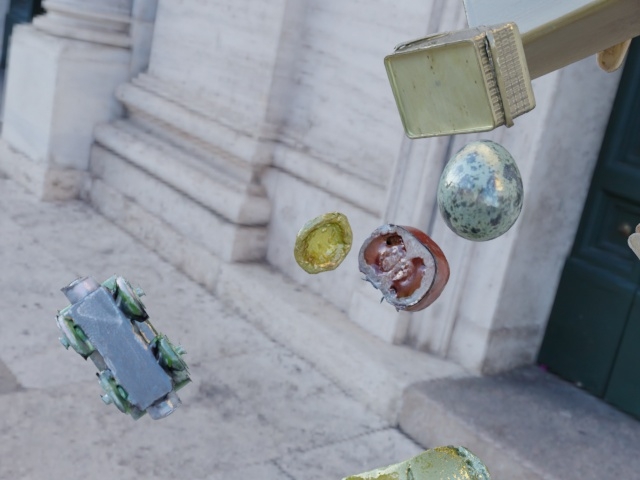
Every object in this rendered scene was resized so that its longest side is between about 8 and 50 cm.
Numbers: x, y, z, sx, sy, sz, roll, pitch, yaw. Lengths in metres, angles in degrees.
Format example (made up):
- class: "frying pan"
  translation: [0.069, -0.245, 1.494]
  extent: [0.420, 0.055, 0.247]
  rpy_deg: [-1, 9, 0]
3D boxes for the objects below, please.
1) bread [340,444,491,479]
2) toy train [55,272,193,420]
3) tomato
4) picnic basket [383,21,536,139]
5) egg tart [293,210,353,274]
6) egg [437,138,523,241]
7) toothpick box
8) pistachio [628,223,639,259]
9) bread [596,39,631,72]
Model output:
- class: "bread"
  translation: [0.157, 0.428, 1.543]
  extent: [0.186, 0.257, 0.124]
  rpy_deg: [17, 49, -45]
- class: "toy train"
  translation: [-0.372, 0.200, 1.770]
  extent: [0.173, 0.307, 0.249]
  rpy_deg: [-36, 1, -11]
- class: "tomato"
  translation: [0.216, 0.066, 2.207]
  extent: [0.155, 0.180, 0.214]
  rpy_deg: [8, 39, -53]
- class: "picnic basket"
  translation: [0.164, -0.188, 1.095]
  extent: [0.079, 0.115, 0.164]
  rpy_deg: [-28, 20, -34]
- class: "egg tart"
  translation: [0.000, 0.000, 1.394]
  extent: [0.105, 0.105, 0.039]
  rpy_deg: [1, 21, -33]
- class: "egg"
  translation: [0.250, -0.080, 1.444]
  extent: [0.132, 0.172, 0.132]
  rpy_deg: [7, -26, 3]
- class: "toothpick box"
  translation: [0.419, -0.400, 1.580]
  extent: [0.308, 0.187, 0.190]
  rpy_deg: [-22, -25, 30]
- class: "pistachio"
  translation: [0.511, 0.016, 1.229]
  extent: [0.144, 0.143, 0.215]
  rpy_deg: [-1, 21, -38]
- class: "bread"
  translation: [0.577, -0.416, 1.801]
  extent: [0.078, 0.189, 0.114]
  rpy_deg: [22, 46, 18]
